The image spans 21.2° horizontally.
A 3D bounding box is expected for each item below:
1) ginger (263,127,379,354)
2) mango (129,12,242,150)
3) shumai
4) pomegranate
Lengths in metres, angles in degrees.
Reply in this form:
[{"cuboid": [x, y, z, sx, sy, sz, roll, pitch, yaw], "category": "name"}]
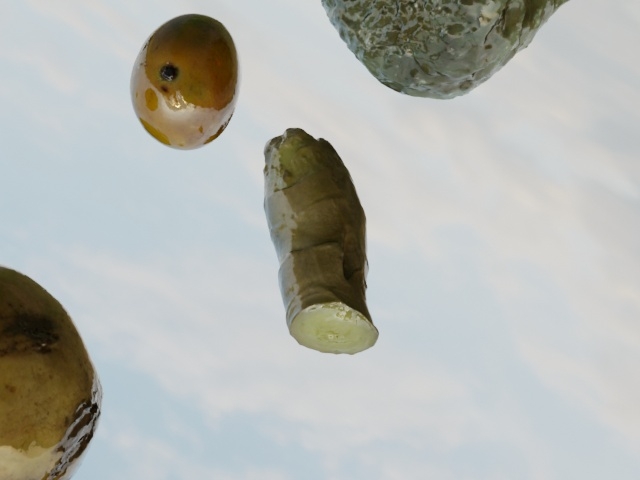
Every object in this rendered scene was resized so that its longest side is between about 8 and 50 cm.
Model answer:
[{"cuboid": [0.000, 0.000, 1.819, 0.109, 0.116, 0.263, -2, -126, -13], "category": "ginger"}, {"cuboid": [-0.111, -0.142, 1.469, 0.089, 0.111, 0.163, 7, -145, 7], "category": "mango"}, {"cuboid": [0.141, -0.230, 1.515, 0.222, 0.260, 0.225, 9, -117, -42], "category": "shumai"}, {"cuboid": [-0.391, 0.165, 1.830, 0.322, 0.322, 0.322, 27, -162, -10], "category": "pomegranate"}]
